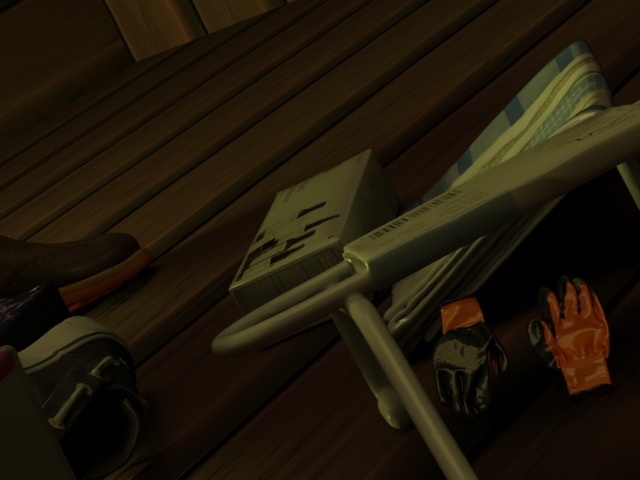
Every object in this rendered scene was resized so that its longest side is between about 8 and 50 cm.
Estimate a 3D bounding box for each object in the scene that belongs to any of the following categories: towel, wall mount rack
[{"bbox_3d":[0.122,-0.042,1.157,0.209,0.034,0.285,-48,7,17],"label":"towel"},{"bbox_3d":[0.126,0.026,0.855,0.350,0.130,0.304,-29,6,-4],"label":"wall mount rack"}]

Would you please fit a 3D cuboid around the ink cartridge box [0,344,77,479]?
[{"bbox_3d":[-0.352,0.226,0.922,0.385,0.160,0.279,-16,18,24],"label":"ink cartridge box"}]

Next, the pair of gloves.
[{"bbox_3d":[0.091,0.048,0.759,0.083,0.010,0.074,-14,45,11],"label":"pair of gloves"}]

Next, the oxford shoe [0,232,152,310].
[{"bbox_3d":[-0.319,0.024,1.568,0.364,0.132,0.130,-14,-7,-42],"label":"oxford shoe"}]

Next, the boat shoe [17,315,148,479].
[{"bbox_3d":[-0.168,0.121,1.136,0.301,0.102,0.108,3,-72,-80],"label":"boat shoe"}]

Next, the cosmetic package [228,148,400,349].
[{"bbox_3d":[0.000,0.000,1.332,0.099,0.060,0.239,-23,15,14],"label":"cosmetic package"}]

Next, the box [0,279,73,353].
[{"bbox_3d":[-0.330,0.150,1.339,0.261,0.103,0.184,-23,12,20],"label":"box"}]
